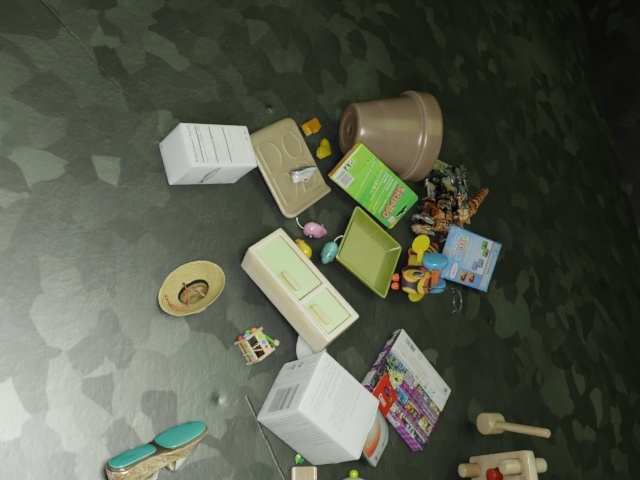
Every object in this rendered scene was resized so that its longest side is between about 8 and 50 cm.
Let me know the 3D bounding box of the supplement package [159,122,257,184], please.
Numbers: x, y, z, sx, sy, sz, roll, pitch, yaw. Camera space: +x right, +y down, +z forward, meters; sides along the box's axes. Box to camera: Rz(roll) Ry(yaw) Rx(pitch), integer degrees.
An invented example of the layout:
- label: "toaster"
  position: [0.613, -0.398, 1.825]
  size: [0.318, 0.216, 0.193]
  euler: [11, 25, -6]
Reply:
- label: "supplement package"
  position: [-0.252, -0.193, 1.420]
  size: [0.179, 0.105, 0.105]
  euler: [-7, 76, -43]

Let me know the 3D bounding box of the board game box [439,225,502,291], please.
- label: "board game box"
  position: [0.457, 0.059, 1.939]
  size: [0.211, 0.039, 0.160]
  euler: [18, 91, -36]

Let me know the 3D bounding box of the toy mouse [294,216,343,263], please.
- label: "toy mouse"
  position: [0.000, 0.000, 1.579]
  size: [0.143, 0.031, 0.161]
  euler: [-13, 65, -23]

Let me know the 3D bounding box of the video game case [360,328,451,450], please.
- label: "video game case"
  position: [0.226, 0.383, 1.635]
  size: [0.232, 0.041, 0.210]
  euler: [51, 47, -12]

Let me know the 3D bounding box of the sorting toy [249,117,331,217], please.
- label: "sorting toy"
  position: [-0.063, -0.207, 1.648]
  size: [0.229, 0.041, 0.307]
  euler: [60, 39, -8]

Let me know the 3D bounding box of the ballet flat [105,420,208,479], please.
- label: "ballet flat"
  position: [-0.296, 0.398, 1.158]
  size: [0.206, 0.073, 0.067]
  euler: [-14, 108, -42]

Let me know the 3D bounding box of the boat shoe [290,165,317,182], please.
- label: "boat shoe"
  position: [-0.040, -0.166, 1.596]
  size: [0.100, 0.035, 0.035]
  euler: [-29, 121, -55]

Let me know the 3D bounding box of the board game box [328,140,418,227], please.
- label: "board game box"
  position: [0.150, -0.147, 1.739]
  size: [0.259, 0.124, 0.039]
  euler: [38, 8, -30]

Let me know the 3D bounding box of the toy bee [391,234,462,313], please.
- label: "toy bee"
  position: [0.268, 0.082, 1.715]
  size: [0.162, 0.298, 0.195]
  euler: [0, 95, -3]

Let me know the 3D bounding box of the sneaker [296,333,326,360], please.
- label: "sneaker"
  position: [-0.010, 0.214, 1.481]
  size: [0.094, 0.080, 0.212]
  euler: [13, 60, -53]

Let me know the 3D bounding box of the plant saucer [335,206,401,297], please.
- label: "plant saucer"
  position: [0.120, 0.035, 1.693]
  size: [0.188, 0.045, 0.188]
  euler: [41, 49, -21]

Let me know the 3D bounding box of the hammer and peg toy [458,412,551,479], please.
- label: "hammer and peg toy"
  position: [0.463, 0.612, 1.594]
  size: [0.127, 0.266, 0.362]
  euler: [6, 67, -20]

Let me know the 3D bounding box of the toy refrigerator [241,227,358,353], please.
- label: "toy refrigerator"
  position: [-0.047, 0.109, 1.409]
  size: [0.102, 0.094, 0.269]
  euler: [-34, 77, -33]

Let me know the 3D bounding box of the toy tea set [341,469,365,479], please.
- label: "toy tea set"
  position: [0.177, 0.574, 1.398]
  size: [0.336, 0.200, 0.124]
  euler: [12, 72, -38]

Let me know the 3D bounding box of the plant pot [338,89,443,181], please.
- label: "plant pot"
  position: [0.182, -0.305, 1.784]
  size: [0.229, 0.263, 0.263]
  euler: [4, 68, -22]

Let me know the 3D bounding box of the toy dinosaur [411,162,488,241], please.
- label: "toy dinosaur"
  position: [0.395, -0.116, 1.956]
  size: [0.322, 0.164, 0.219]
  euler: [-25, 102, -53]

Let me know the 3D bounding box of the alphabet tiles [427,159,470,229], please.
- label: "alphabet tiles"
  position: [0.418, -0.150, 2.068]
  size: [0.198, 0.009, 0.237]
  euler: [18, 60, -36]

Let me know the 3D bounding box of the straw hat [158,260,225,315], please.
- label: "straw hat"
  position: [-0.259, 0.115, 1.303]
  size: [0.061, 0.144, 0.145]
  euler: [77, 29, -45]

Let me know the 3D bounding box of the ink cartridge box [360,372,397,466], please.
- label: "ink cartridge box"
  position: [0.138, 0.417, 1.464]
  size: [0.179, 0.045, 0.145]
  euler: [-53, 144, -22]

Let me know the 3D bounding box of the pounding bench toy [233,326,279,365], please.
- label: "pounding bench toy"
  position: [-0.136, 0.219, 1.377]
  size: [0.083, 0.052, 0.065]
  euler: [-33, 94, -45]

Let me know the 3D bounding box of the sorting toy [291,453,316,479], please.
- label: "sorting toy"
  position: [-0.036, 0.506, 1.367]
  size: [0.062, 0.012, 0.083]
  euler: [12, 67, -33]

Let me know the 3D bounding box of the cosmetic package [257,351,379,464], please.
- label: "cosmetic package"
  position: [-0.003, 0.365, 1.362]
  size: [0.183, 0.151, 0.151]
  euler: [45, 47, -19]
